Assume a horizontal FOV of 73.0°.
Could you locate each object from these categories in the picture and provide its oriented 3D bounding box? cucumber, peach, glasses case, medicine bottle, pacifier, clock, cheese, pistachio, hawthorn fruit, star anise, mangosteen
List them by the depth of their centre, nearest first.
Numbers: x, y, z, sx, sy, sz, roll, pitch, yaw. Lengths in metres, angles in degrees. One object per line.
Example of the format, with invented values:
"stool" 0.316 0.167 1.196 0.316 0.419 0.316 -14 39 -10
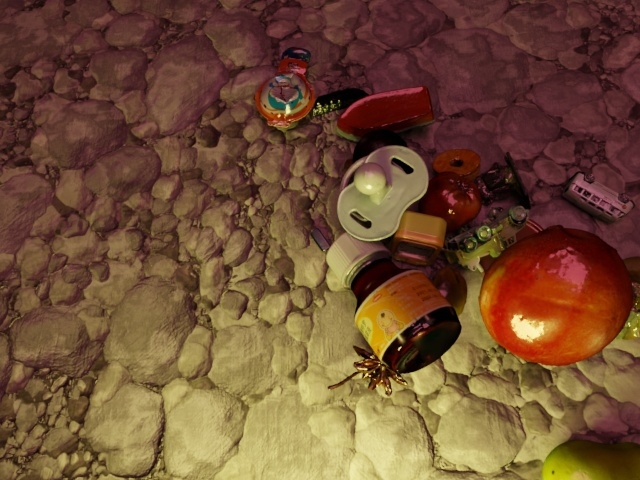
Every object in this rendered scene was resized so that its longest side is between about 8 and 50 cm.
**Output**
"peach" 0.602 0.138 1.121 0.372 0.289 0.374 4 98 32
"pacifier" 0.145 -0.151 1.162 0.238 0.226 0.287 43 93 22
"medicine bottle" 0.179 0.150 1.200 0.242 0.243 0.395 -32 52 -8
"star anise" 0.141 0.344 1.217 0.233 0.073 0.178 8 58 -4
"pistachio" 0.367 0.164 1.256 0.110 0.100 0.190 23 72 15
"clock" 0.280 -0.001 1.266 0.143 0.202 0.096 15 70 8
"hawthorn fruit" 0.381 -0.102 1.317 0.178 0.201 0.179 13 46 -14
"mangosteen" 0.168 -0.228 1.364 0.249 0.211 0.212 -29 70 12
"glasses case" 0.000 0.000 1.379 0.033 0.023 0.083 -34 70 -3
"cheese" -0.116 -0.539 1.523 0.216 0.129 0.330 11 71 6
"cucumber" 0.071 -0.509 1.548 0.219 0.046 0.071 -13 62 -1

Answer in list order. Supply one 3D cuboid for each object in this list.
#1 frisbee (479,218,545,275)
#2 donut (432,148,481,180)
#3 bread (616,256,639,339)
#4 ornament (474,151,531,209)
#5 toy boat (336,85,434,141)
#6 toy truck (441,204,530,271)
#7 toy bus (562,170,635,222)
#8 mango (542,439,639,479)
"frisbee" 0.592 0.035 1.331 0.250 0.021 0.251 -1 69 3
"donut" 0.439 -0.234 1.390 0.151 0.058 0.152 -16 41 14
"bread" 0.834 0.148 1.161 0.123 0.257 0.186 -23 49 -14
"ornament" 0.537 -0.159 1.379 0.195 0.153 0.167 -22 68 21
"toy boat" 0.212 -0.414 1.467 0.331 0.133 0.145 -9 75 12
"toy truck" 0.500 -0.001 1.291 0.259 0.128 0.135 -34 98 -10
"toy bus" 0.857 -0.128 1.341 0.193 0.087 0.089 36 83 14
"mango" 0.696 0.583 1.070 0.292 0.143 0.176 -5 64 -9
